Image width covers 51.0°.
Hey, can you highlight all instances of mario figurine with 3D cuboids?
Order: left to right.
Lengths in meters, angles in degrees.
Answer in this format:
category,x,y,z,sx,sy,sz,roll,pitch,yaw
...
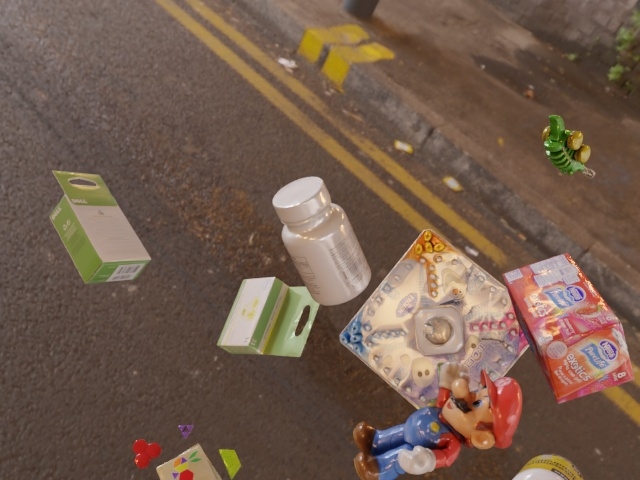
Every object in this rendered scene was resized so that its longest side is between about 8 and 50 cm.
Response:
category,x,y,z,sx,sy,sz,roll,pitch,yaw
mario figurine,0.203,0.315,1.209,0.170,0.321,0.198,48,19,-55

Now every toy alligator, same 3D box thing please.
category,x,y,z,sx,sy,sz,roll,pitch,yaw
toy alligator,0.396,-0.131,1.073,0.056,0.051,0.190,26,-8,45

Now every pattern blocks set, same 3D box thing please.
category,x,y,z,sx,sy,sz,roll,pitch,yaw
pattern blocks set,-0.357,0.663,1.843,0.286,0.026,0.324,-16,56,-14

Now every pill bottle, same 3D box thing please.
category,x,y,z,sx,sy,sz,roll,pitch,yaw
pill bottle,0.000,0.000,1.280,0.131,0.131,0.229,-90,158,-58
pill bottle,0.340,0.391,1.017,0.103,0.103,0.184,46,15,23

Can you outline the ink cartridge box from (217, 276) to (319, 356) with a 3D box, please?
category,x,y,z,sx,sy,sz,roll,pitch,yaw
ink cartridge box,-0.110,0.163,1.453,0.056,0.235,0.171,37,61,-32

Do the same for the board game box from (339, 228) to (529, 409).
category,x,y,z,sx,sy,sz,roll,pitch,yaw
board game box,0.304,0.233,1.728,0.390,0.390,0.050,40,7,14

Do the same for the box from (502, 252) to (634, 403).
category,x,y,z,sx,sy,sz,roll,pitch,yaw
box,0.414,0.140,1.144,0.257,0.128,0.122,-88,156,-67

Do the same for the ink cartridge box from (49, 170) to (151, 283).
category,x,y,z,sx,sy,sz,roll,pitch,yaw
ink cartridge box,-0.403,-0.025,1.190,0.209,0.062,0.109,54,27,19
